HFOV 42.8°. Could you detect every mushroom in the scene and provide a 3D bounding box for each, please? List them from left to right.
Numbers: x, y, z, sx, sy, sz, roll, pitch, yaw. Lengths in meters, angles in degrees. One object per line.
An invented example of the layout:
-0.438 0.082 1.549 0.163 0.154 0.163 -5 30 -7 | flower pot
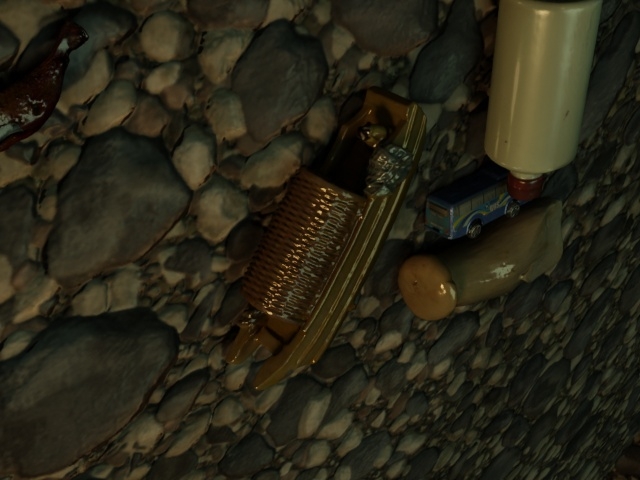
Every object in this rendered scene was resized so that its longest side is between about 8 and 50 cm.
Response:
0.207 0.026 1.014 0.247 0.096 0.108 -23 170 -27 | mushroom

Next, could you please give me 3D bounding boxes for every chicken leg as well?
-0.209 -0.089 0.532 0.145 0.037 0.062 -33 125 -22 | chicken leg

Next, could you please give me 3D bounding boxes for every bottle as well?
0.234 -0.153 0.879 0.104 0.104 0.245 -26 132 -31 | bottle

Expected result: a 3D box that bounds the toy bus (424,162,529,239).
0.191 -0.049 0.971 0.153 0.051 0.061 -26 129 -31 | toy bus

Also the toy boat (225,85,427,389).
0.000 0.000 0.774 0.115 0.089 0.310 13 109 -48 | toy boat
